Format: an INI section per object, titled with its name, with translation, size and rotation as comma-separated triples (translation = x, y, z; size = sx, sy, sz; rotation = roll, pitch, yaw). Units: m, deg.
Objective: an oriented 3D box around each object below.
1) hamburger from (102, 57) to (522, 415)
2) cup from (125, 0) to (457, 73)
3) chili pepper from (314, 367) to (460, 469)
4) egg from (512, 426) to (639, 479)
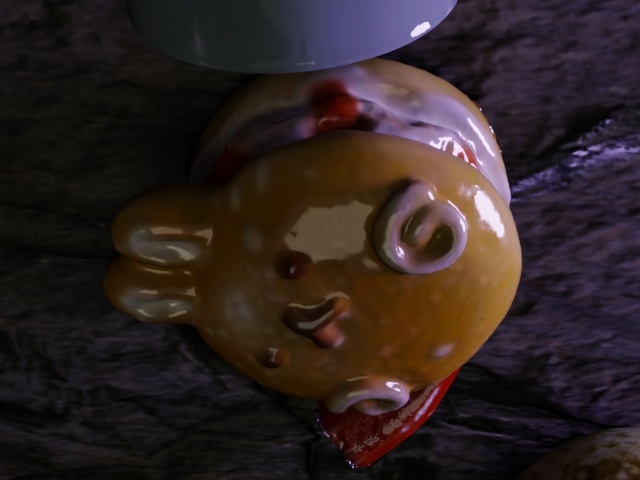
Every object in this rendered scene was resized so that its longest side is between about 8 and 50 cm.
[hamburger]
translation = 0.000, 0.000, 0.780
size = 0.303, 0.186, 0.261
rotation = 21, 128, -12
[cup]
translation = -0.028, -0.270, 0.539
size = 0.206, 0.205, 0.312
rotation = -2, 129, 4
[chili pepper]
translation = 0.080, 0.142, 0.986
size = 0.169, 0.065, 0.088
rotation = -40, 93, 23
[egg]
translation = 0.288, 0.308, 0.997
size = 0.289, 0.238, 0.238
rotation = -26, 125, 35
